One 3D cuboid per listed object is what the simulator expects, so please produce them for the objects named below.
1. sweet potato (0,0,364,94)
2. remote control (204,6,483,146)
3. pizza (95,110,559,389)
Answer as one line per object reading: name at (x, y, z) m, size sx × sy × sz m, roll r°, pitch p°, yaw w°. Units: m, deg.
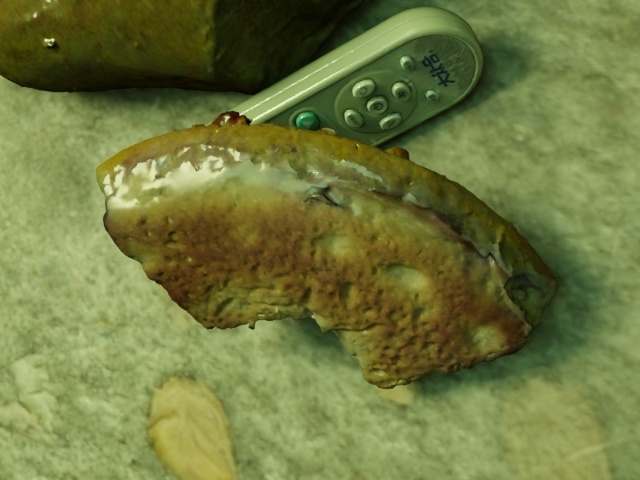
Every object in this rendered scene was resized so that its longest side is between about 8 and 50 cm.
sweet potato at (-0.135, -0.178, 0.724) m, size 0.369 × 0.158 × 0.158 m, roll 4°, pitch 86°, yaw 28°
remote control at (0.005, -0.088, 0.692) m, size 0.221 × 0.078 × 0.042 m, roll -26°, pitch 50°, yaw 20°
pizza at (0.000, 0.000, 0.657) m, size 0.305 × 0.085 × 0.161 m, roll 16°, pitch 126°, yaw 4°
